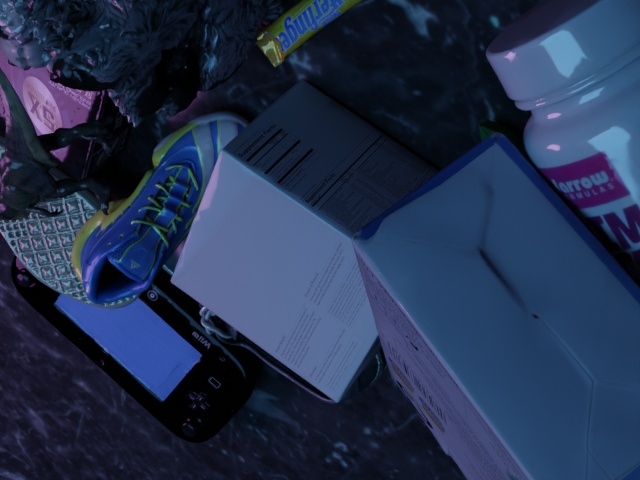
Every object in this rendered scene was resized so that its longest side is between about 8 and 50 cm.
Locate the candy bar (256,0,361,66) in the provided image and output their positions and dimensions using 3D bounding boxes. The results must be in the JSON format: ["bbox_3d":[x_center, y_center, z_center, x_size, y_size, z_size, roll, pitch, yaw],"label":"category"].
[{"bbox_3d":[-0.003,-0.207,1.161,0.161,0.018,0.040,-28,104,45],"label":"candy bar"}]

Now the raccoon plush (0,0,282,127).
[{"bbox_3d":[-0.166,-0.322,1.132,0.299,0.216,0.446,42,107,21],"label":"raccoon plush"}]

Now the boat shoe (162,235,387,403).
[{"bbox_3d":[-0.075,0.060,1.351,0.319,0.099,0.116,32,138,13],"label":"boat shoe"}]

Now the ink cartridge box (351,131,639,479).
[{"bbox_3d":[0.173,0.131,1.062,0.270,0.151,0.395,54,171,25],"label":"ink cartridge box"}]

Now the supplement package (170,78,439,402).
[{"bbox_3d":[0.000,0.000,1.219,0.203,0.149,0.194,35,135,8],"label":"supplement package"}]

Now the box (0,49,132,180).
[{"bbox_3d":[-0.280,-0.174,1.336,0.180,0.077,0.147,35,136,8],"label":"box"}]

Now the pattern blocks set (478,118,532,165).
[{"bbox_3d":[0.280,-0.098,1.038,0.324,0.026,0.285,-20,109,42],"label":"pattern blocks set"}]

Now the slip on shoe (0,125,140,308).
[{"bbox_3d":[-0.314,-0.055,1.413,0.331,0.101,0.123,39,111,5],"label":"slip on shoe"}]

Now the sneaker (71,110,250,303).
[{"bbox_3d":[-0.151,-0.019,1.277,0.091,0.126,0.240,37,111,-27],"label":"sneaker"}]

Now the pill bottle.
[{"bbox_3d":[0.251,-0.056,0.956,0.160,0.160,0.283,-22,107,43],"label":"pill bottle"}]

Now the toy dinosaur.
[{"bbox_3d":[-0.260,-0.076,1.242,0.118,0.064,0.268,3,150,-11],"label":"toy dinosaur"}]

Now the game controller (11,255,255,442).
[{"bbox_3d":[-0.219,0.096,1.504,0.319,0.067,0.166,41,136,1],"label":"game controller"}]
